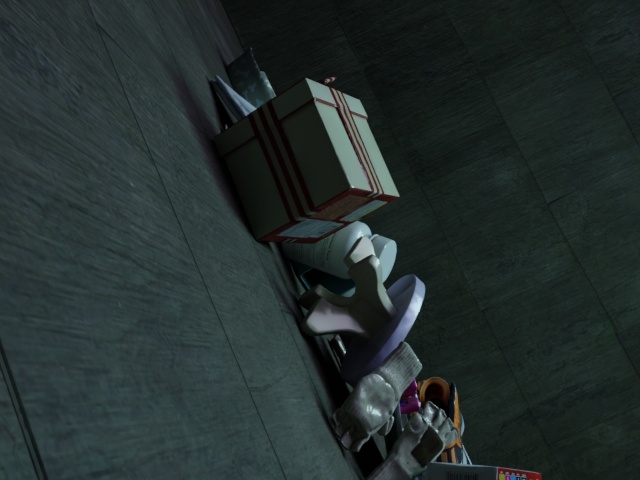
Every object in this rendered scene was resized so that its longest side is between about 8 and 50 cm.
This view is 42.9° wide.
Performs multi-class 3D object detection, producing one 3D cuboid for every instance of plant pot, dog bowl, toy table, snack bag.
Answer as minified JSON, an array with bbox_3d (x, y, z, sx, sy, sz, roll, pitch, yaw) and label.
[{"bbox_3d":[0.000,0.000,1.983,0.234,0.166,0.165,60,0,37],"label":"plant pot"},{"bbox_3d":[-0.195,-0.449,2.657,0.349,0.102,0.348,-26,90,-87],"label":"dog bowl"},{"bbox_3d":[0.078,0.129,1.588,0.161,0.252,0.274,43,41,-11],"label":"toy table"},{"bbox_3d":[-0.094,-0.230,1.927,0.343,0.037,0.323,37,10,-39],"label":"snack bag"}]

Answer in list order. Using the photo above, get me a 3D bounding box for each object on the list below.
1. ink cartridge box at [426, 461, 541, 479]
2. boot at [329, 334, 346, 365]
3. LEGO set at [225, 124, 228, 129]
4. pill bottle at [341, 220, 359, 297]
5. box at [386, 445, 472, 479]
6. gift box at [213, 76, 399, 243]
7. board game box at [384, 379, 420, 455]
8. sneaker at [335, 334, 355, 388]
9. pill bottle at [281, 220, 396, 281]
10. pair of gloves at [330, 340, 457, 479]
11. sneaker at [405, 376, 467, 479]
[{"bbox_3d":[0.301,0.549,1.473,0.309,0.130,0.271,29,61,-57],"label":"ink cartridge box"},{"bbox_3d":[0.052,0.265,1.860,0.106,0.037,0.114,106,-36,-75],"label":"boot"},{"bbox_3d":[-0.143,-0.158,1.725,0.244,0.060,0.182,-103,168,-60],"label":"LEGO set"},{"bbox_3d":[0.047,0.040,2.182,0.181,0.182,0.322,61,5,-51],"label":"pill bottle"},{"bbox_3d":[0.286,0.585,1.937,0.231,0.183,0.056,66,4,20],"label":"box"},{"bbox_3d":[-0.027,-0.149,1.572,0.276,0.255,0.258,6,59,-66],"label":"gift box"},{"bbox_3d":[0.164,0.386,1.664,0.390,0.050,0.389,-100,-178,-76],"label":"board game box"},{"bbox_3d":[0.134,0.335,2.020,0.123,0.106,0.290,58,6,-43],"label":"sneaker"},{"bbox_3d":[0.042,0.012,1.777,0.229,0.131,0.131,20,-19,24],"label":"pill bottle"},{"bbox_3d":[0.129,0.317,1.392,0.042,0.204,0.240,10,-48,54],"label":"pair of gloves"},{"bbox_3d":[0.246,0.346,1.713,0.321,0.125,0.180,-101,-177,-67],"label":"sneaker"}]
